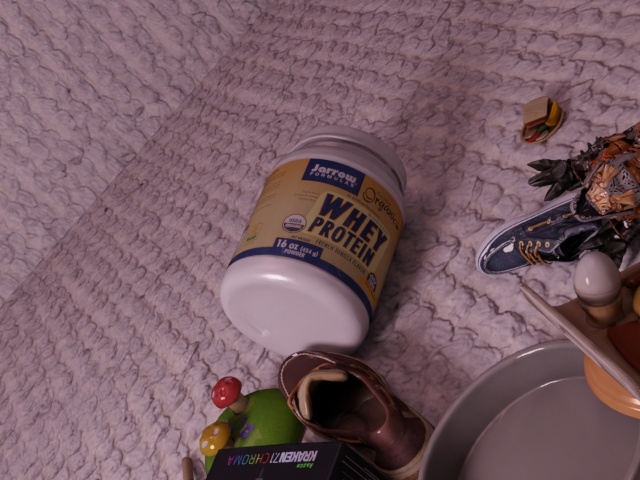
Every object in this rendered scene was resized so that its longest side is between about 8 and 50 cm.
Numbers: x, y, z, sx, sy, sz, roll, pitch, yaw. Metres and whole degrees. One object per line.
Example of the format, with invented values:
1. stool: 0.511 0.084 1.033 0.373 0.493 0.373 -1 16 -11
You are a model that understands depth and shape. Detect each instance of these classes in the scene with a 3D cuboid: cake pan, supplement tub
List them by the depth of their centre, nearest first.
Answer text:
1. cake pan: 0.237 0.241 1.171 0.293 0.054 0.293 -34 30 23
2. supplement tub: 0.000 0.000 1.631 0.228 0.228 0.316 -18 39 42

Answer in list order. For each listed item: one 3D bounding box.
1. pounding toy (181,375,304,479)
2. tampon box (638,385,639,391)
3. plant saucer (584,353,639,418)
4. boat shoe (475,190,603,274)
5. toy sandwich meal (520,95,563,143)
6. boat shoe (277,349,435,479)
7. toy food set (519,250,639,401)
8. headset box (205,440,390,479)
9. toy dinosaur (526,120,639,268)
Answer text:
1. pounding toy: -0.146 0.291 1.574 0.237 0.110 0.183 -40 28 11
2. tampon box: 0.357 0.142 0.834 0.161 0.121 0.101 -17 -5 -20
3. plant saucer: 0.371 0.108 1.109 0.199 0.037 0.200 -16 29 9
4. boat shoe: 0.285 0.007 1.403 0.183 0.065 0.083 -33 29 22
5. toy sandwich meal: 0.333 -0.183 1.629 0.085 0.029 0.086 -34 30 23
6. boat shoe: 0.023 0.207 1.423 0.123 0.123 0.342 -50 31 -5
7. toy food set: 0.385 0.036 1.085 0.306 0.092 0.220 -26 29 -7
8. headset box: -0.064 0.401 1.290 0.246 0.131 0.283 -14 42 46
9. toy dinosaur: 0.385 -0.074 1.252 0.218 0.321 0.164 -42 58 47
